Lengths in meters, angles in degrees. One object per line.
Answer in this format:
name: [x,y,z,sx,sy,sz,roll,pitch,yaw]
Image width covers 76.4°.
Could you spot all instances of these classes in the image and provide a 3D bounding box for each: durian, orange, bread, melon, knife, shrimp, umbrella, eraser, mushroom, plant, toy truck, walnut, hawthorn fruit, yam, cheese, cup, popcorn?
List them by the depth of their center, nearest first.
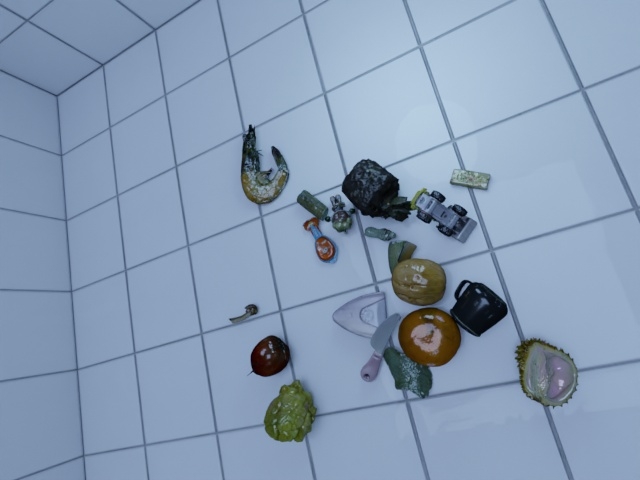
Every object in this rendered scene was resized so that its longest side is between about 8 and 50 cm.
durian: [0.793,0.463,1.448,0.183,0.138,0.250,-10,86,-7]
cup: [0.593,0.251,1.571,0.176,0.169,0.223,-55,30,16]
orange: [0.429,0.378,1.605,0.240,0.171,0.240,-7,72,22]
walnut: [0.394,0.165,1.644,0.221,0.195,0.195,6,85,28]
toy truck: [0.494,-0.105,1.650,0.286,0.111,0.136,30,98,-19]
bread: [0.623,-0.255,1.693,0.153,0.028,0.068,15,87,24]
knife: [0.247,0.445,1.722,0.081,0.043,0.336,23,101,17]
plant: [0.257,-0.189,1.750,0.213,0.215,0.312,-48,69,15]
melon: [0.337,0.059,1.758,0.139,0.093,0.202,56,138,48]
popcorn: [-0.127,0.762,1.791,0.212,0.259,0.259,42,101,-1]
eraser: [0.173,0.332,1.792,0.243,0.059,0.204,-5,81,21]
umbrella: [0.266,-0.032,1.806,0.143,0.067,0.062,9,57,32]
hawthorn fruit: [-0.258,0.551,1.894,0.235,0.181,0.181,-38,69,11]
cheese: [0.000,0.000,1.936,0.106,0.037,0.256,-36,70,14]
yam: [-0.035,-0.170,1.959,0.179,0.078,0.078,38,98,25]
mushroom: [-0.395,0.377,2.053,0.187,0.061,0.060,-32,75,22]
shrimp: [-0.305,-0.409,2.121,0.272,0.085,0.445,-14,79,17]

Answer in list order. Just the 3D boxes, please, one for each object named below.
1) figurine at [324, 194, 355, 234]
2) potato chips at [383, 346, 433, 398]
figurine: [0.089,-0.125,1.884,0.147,0.093,0.197,-19,74,7]
potato chips: [0.351,0.535,1.677,0.228,0.059,0.167,15,83,26]
